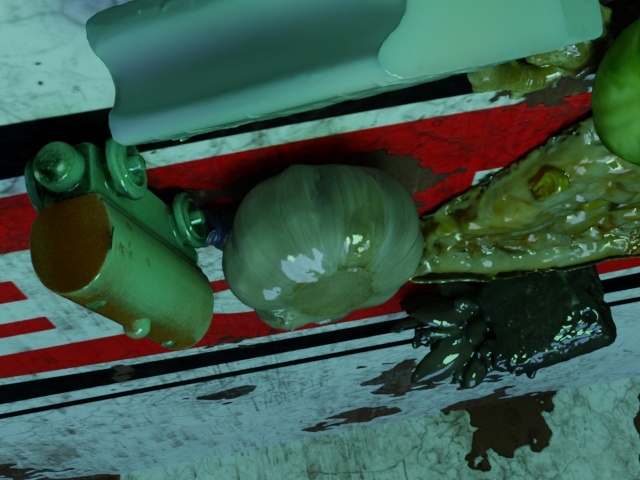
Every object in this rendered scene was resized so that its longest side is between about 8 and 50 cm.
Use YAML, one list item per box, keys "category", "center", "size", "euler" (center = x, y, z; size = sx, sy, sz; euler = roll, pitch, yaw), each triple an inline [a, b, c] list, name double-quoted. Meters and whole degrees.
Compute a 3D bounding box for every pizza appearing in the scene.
- category: "pizza"
  center: [0.360, -0.034, 1.179]
  size: [0.392, 0.080, 0.435]
  euler: [8, 153, -39]

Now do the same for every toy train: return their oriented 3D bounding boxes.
- category: "toy train"
  center: [-0.190, 0.012, 0.893]
  size: [0.116, 0.177, 0.285]
  euler: [-15, 158, 10]

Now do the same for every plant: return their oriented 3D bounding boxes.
- category: "plant"
  center: [0.277, 0.129, 1.393]
  size: [0.321, 0.181, 0.194]
  euler: [-21, 163, 22]

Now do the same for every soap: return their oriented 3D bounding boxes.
- category: "soap"
  center: [0.011, -0.136, 0.581]
  size: [0.290, 0.095, 0.173]
  euler: [-7, -170, 36]

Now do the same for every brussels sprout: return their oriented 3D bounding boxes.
- category: "brussels sprout"
  center: [0.338, -0.146, 0.788]
  size: [0.223, 0.161, 0.223]
  euler: [-9, 150, -5]

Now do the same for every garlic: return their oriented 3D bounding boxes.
- category: "garlic"
  center: [0.004, 0.000, 0.985]
  size: [0.228, 0.152, 0.228]
  euler: [-14, 153, -8]

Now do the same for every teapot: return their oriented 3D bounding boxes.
- category: "teapot"
  center: [-0.105, -0.016, 1.052]
  size: [0.083, 0.063, 0.049]
  euler: [7, 120, -32]

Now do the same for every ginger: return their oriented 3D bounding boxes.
- category: "ginger"
  center: [0.198, -0.188, 0.769]
  size: [0.176, 0.052, 0.193]
  euler: [3, 157, -36]
